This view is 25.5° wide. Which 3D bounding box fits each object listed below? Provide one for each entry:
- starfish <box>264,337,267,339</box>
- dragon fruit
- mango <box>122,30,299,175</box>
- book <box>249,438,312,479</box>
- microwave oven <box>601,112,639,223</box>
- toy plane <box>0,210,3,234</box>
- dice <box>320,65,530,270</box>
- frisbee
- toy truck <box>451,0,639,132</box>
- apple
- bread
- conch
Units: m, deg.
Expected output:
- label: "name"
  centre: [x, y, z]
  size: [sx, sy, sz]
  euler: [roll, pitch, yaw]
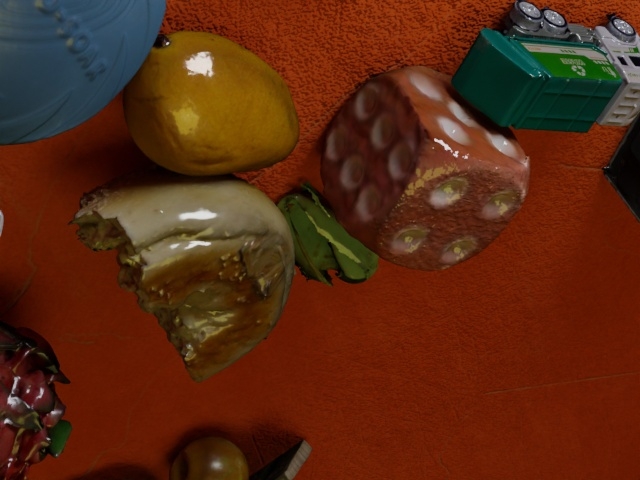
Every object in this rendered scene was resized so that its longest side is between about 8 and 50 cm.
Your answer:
- label: "starfish"
  centre: [-0.108, 0.082, 1.765]
  size: [0.133, 0.041, 0.130]
  euler: [-30, 136, 14]
- label: "dragon fruit"
  centre: [-0.418, 0.171, 1.553]
  size: [0.293, 0.233, 0.234]
  euler: [29, 117, -33]
- label: "mango"
  centre: [-0.109, -0.131, 1.455]
  size: [0.227, 0.109, 0.147]
  euler: [26, 95, -47]
- label: "book"
  centre: [-0.119, 0.382, 2.060]
  size: [0.228, 0.024, 0.160]
  euler: [-37, -178, 14]
- label: "microwave oven"
  centre: [0.492, -0.121, 1.829]
  size: [0.163, 0.129, 0.205]
  euler: [-7, 138, -27]
- label: "toy plane"
  centre: [-0.400, -0.096, 1.309]
  size: [0.251, 0.101, 0.255]
  euler: [19, 116, 0]
- label: "dice"
  centre: [0.113, -0.079, 1.599]
  size: [0.179, 0.175, 0.174]
  euler: [8, 132, -40]
- label: "frisbee"
  centre: [-0.246, -0.210, 1.237]
  size: [0.290, 0.049, 0.289]
  euler: [-23, 129, -31]
- label: "toy truck"
  centre: [0.270, -0.192, 1.613]
  size: [0.253, 0.124, 0.114]
  euler: [2, 137, -31]
- label: "apple"
  centre: [-0.159, 0.328, 1.987]
  size: [0.102, 0.099, 0.114]
  euler: [27, 143, -37]
- label: "bread"
  centre: [-0.131, 0.008, 1.555]
  size: [0.192, 0.171, 0.314]
  euler: [-31, 145, 1]
- label: "conch"
  centre: [0.000, 0.000, 1.717]
  size: [0.106, 0.079, 0.170]
  euler: [-44, 126, 11]
